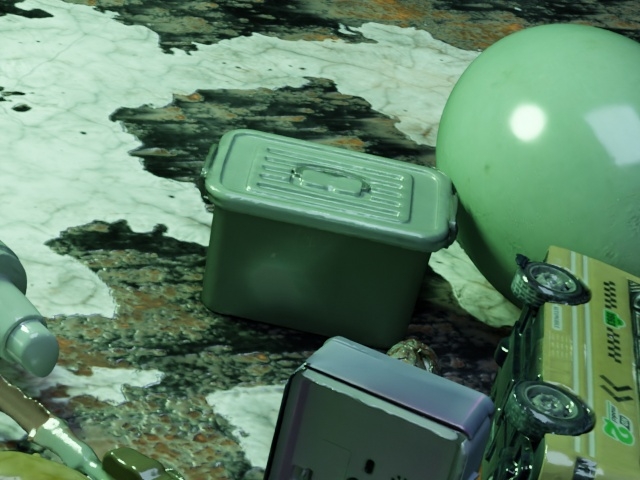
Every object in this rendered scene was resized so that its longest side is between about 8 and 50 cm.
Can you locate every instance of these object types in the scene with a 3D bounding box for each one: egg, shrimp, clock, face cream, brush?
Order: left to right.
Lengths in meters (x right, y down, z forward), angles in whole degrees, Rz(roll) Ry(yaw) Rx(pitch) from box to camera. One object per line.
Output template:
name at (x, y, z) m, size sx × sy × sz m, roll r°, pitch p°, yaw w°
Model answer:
face cream at (-0.307, 0.035, 1.501) m, size 0.101 × 0.101 × 0.251 m, roll -16°, pitch 39°, yaw -42°
brush at (-0.172, 0.174, 1.329) m, size 0.301 × 0.084 × 0.071 m, roll 29°, pitch -10°, yaw 38°
shrimp at (0.038, 0.135, 1.499) m, size 0.190 × 0.075 × 0.073 m, roll -27°, pitch 79°, yaw -37°
clock at (0.036, 0.183, 1.274) m, size 0.144 × 0.193 × 0.073 m, roll 22°, pitch 28°, yaw 16°
egg at (0.258, -0.062, 1.726) m, size 0.276 × 0.276 × 0.389 m, roll 1°, pitch 34°, yaw -21°

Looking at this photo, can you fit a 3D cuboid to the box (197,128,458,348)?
box at (0.000, 0.000, 1.659) m, size 0.243 × 0.135 × 0.163 m, roll 11°, pitch 27°, yaw -1°

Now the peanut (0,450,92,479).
peanut at (-0.245, 0.206, 1.185) m, size 0.313 × 0.149 × 0.149 m, roll 16°, pitch 28°, yaw -4°

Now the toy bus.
toy bus at (0.221, 0.160, 1.415) m, size 0.201 × 0.177 × 0.365 m, roll 19°, pitch 27°, yaw -1°
